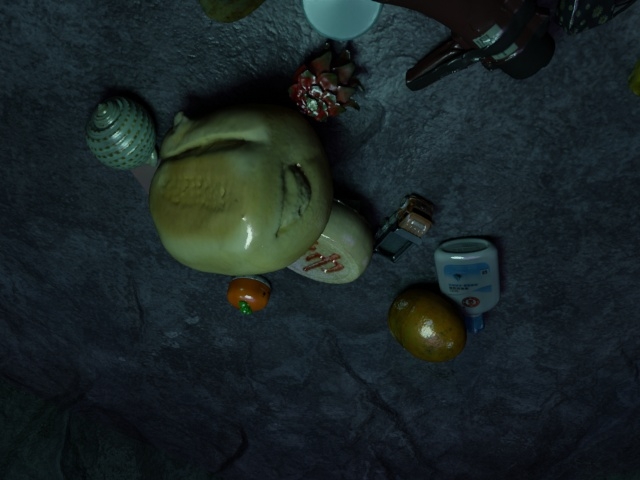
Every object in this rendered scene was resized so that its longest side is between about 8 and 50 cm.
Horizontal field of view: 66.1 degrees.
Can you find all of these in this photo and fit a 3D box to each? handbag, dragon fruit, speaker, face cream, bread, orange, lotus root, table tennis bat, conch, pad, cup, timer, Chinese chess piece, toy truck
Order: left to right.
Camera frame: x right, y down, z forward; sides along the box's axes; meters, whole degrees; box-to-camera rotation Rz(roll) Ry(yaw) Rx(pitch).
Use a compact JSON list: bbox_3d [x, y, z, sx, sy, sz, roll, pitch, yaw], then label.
[{"bbox_3d":[-0.455,-0.227,1.124,0.172,0.131,0.200,-9,127,13],"label":"conch"},{"bbox_3d":[-0.443,-0.196,1.244,0.113,0.006,0.188,-10,132,18],"label":"pad"},{"bbox_3d":[-0.163,-0.098,1.050,0.376,0.348,0.253,-3,172,40],"label":"bread"},{"bbox_3d":[-0.218,0.166,1.477,0.136,0.136,0.099,1,129,9],"label":"timer"},{"bbox_3d":[-0.123,-0.475,0.838,0.124,0.123,0.241,32,134,-32],"label":"lotus root"},{"bbox_3d":[0.000,0.000,1.233,0.270,0.112,0.270,17,151,10],"label":"Chinese chess piece"},{"bbox_3d":[0.006,-0.307,0.983,0.142,0.121,0.130,-23,157,-7],"label":"dragon fruit"},{"bbox_3d":[0.031,-0.473,0.871,0.152,0.040,0.244,-3,137,11],"label":"table tennis bat"},{"bbox_3d":[0.055,-0.077,1.229,0.083,0.075,0.055,6,94,8],"label":"cup"},{"bbox_3d":[0.202,-0.020,1.242,0.083,0.092,0.192,27,132,-15],"label":"toy truck"},{"bbox_3d":[0.295,0.244,1.387,0.240,0.171,0.240,43,167,12],"label":"orange"},{"bbox_3d":[0.227,-0.368,0.847,0.329,0.198,0.259,33,118,-32],"label":"speaker"},{"bbox_3d":[0.413,0.134,1.362,0.163,0.080,0.337,-4,133,18],"label":"face cream"},{"bbox_3d":[0.480,-0.420,0.832,0.139,0.072,0.115,-8,131,0],"label":"handbag"}]

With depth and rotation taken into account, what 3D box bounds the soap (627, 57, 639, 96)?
[{"bbox_3d":[0.647,-0.309,0.773,0.143,0.259,0.281,6,137,-4],"label":"soap"}]
